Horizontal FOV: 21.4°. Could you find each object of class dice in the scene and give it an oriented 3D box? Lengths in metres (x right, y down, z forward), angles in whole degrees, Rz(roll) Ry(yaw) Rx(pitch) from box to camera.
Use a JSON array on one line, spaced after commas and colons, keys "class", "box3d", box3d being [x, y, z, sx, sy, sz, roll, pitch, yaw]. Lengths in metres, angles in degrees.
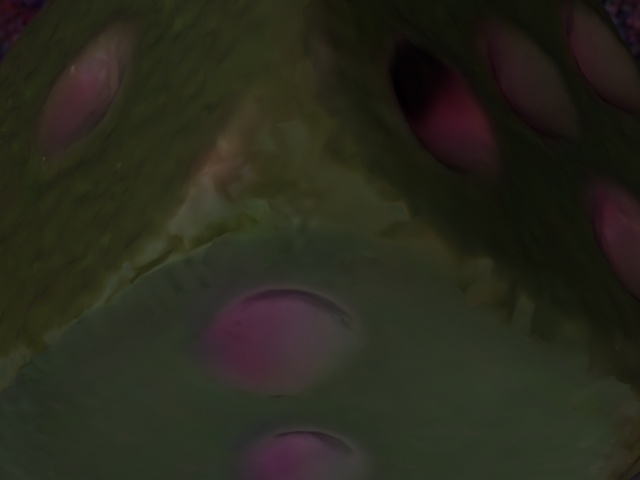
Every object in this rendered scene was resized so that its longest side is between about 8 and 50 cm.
[{"class": "dice", "box3d": [0.000, 0.000, 0.927, 0.330, 0.318, 0.322, 33, 129, -32]}]
